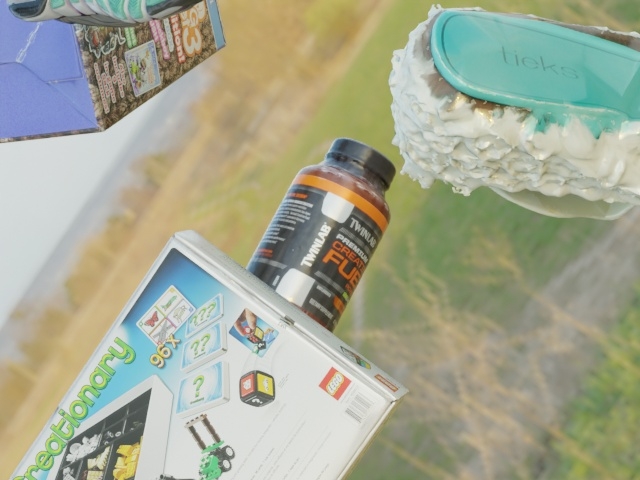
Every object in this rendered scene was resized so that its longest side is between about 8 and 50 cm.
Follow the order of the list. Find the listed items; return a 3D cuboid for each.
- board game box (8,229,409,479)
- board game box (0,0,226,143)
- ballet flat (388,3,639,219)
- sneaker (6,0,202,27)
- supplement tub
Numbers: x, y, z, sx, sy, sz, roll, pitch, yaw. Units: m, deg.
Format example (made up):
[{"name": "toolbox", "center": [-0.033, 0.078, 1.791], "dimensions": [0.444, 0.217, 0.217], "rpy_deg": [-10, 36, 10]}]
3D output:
[{"name": "board game box", "center": [-0.103, 0.171, 1.252], "dimensions": [0.305, 0.193, 0.053], "rpy_deg": [-55, -9, 12]}, {"name": "board game box", "center": [-0.257, -0.200, 1.680], "dimensions": [0.232, 0.141, 0.291], "rpy_deg": [-4, 19, 22]}, {"name": "ballet flat", "center": [0.237, -0.063, 1.181], "dimensions": [0.147, 0.409, 0.147], "rpy_deg": [-169, 90, -84]}, {"name": "sneaker", "center": [-0.135, -0.197, 1.333], "dimensions": [0.224, 0.098, 0.083], "rpy_deg": [6, 90, 45]}, {"name": "supplement tub", "center": [0.000, 0.000, 1.731], "dimensions": [0.198, 0.106, 0.106], "rpy_deg": [-63, 8, -15]}]
